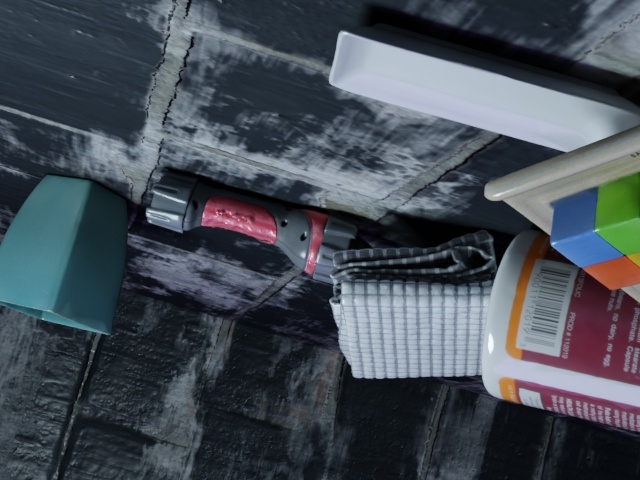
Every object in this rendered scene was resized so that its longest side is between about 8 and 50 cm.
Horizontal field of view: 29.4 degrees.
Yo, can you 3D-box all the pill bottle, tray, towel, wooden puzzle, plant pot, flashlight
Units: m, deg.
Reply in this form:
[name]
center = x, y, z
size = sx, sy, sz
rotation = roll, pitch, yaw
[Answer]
[pill bottle]
center = 0.415, 0.126, 1.489
size = 0.392, 0.224, 0.224
rotation = 12, 168, 21
[tray]
center = 0.144, -0.135, 1.078
size = 0.270, 0.030, 0.145
rotation = 16, 169, -1
[towel]
center = 0.140, 0.095, 1.716
size = 0.235, 0.121, 0.283
rotation = -1, 151, 7
[wooden puzzle]
center = 0.364, -0.002, 1.037
size = 0.348, 0.080, 0.322
rotation = 28, 147, -34
[plant pot]
center = -0.429, 0.017, 2.061
size = 0.166, 0.234, 0.165
rotation = 10, 168, 31
[flashlight]
center = -0.100, -0.020, 1.777
size = 0.304, 0.103, 0.103
rotation = 15, 170, 1

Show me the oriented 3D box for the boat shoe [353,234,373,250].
[boat shoe]
center = 0.000, 0.000, 1.870
size = 0.190, 0.068, 0.072
rotation = 25, -179, 1
